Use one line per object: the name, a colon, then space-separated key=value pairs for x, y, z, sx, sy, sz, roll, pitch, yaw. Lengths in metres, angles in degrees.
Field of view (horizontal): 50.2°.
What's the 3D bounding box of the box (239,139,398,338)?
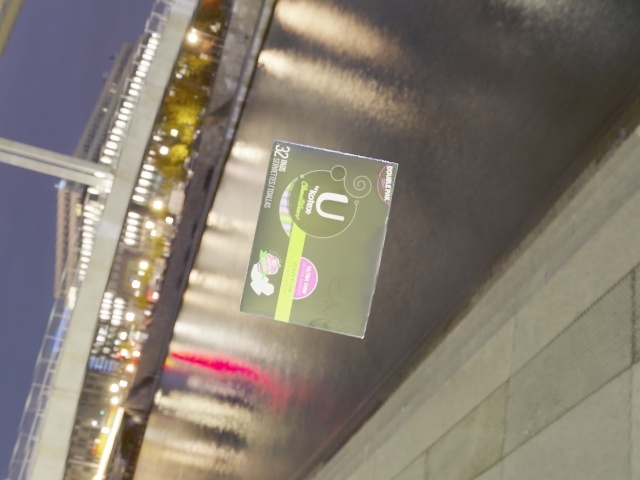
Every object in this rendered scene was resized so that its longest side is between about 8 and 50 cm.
box: x=0.000 y=0.000 z=0.340 sx=0.052 sy=0.062 sz=0.083 roll=44 pitch=-123 yaw=-86
